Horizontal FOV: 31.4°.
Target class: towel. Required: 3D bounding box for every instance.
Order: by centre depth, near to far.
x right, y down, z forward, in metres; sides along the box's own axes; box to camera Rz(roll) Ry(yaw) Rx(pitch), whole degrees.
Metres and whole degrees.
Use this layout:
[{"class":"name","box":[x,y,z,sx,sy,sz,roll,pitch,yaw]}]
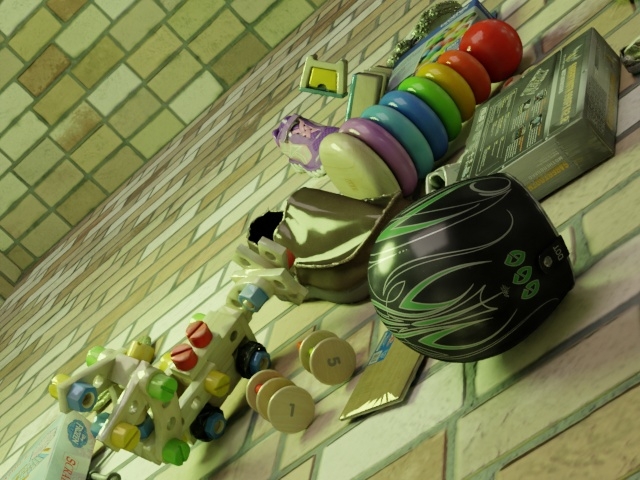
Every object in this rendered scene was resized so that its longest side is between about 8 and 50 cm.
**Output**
[{"class":"towel","box":[-0.342,0.228,1.941,0.148,0.027,0.110,-45,15,5]}]

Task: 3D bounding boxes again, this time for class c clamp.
[{"class":"c clamp","box":[-0.317,0.346,1.587,0.137,0.022,0.160,-50,16,-18]}]

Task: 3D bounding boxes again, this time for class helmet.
[{"class":"helmet","box":[0.124,0.030,1.010,0.161,0.169,0.169,-29,15,-4]}]

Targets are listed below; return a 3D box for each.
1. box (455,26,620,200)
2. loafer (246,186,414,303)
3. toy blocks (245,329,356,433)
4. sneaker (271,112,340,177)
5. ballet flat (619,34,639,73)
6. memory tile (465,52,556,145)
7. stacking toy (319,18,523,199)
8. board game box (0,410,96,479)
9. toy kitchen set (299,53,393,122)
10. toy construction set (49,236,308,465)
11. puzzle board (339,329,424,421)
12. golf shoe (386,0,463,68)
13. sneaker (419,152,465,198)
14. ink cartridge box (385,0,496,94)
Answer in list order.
[{"class":"box","box":[0.245,-0.125,1.286,0.183,0.056,0.231,-34,19,32]},{"class":"loafer","box":[0.000,0.000,1.454,0.134,0.130,0.366,-54,18,-27]},{"class":"toy blocks","box":[-0.029,0.150,1.290,0.123,0.054,0.148,-48,15,-8]},{"class":"sneaker","box":[-0.024,-0.178,2.015,0.095,0.104,0.236,-47,17,-12]},{"class":"ballet flat","box":[0.363,-0.209,1.227,0.041,0.041,0.114,-52,17,-22]},{"class":"memory tile","box":[0.253,-0.183,1.493,0.113,0.012,0.148,-22,27,55]},{"class":"stacking toy","box":[0.156,-0.184,1.554,0.330,0.141,0.141,-44,15,-15]},{"class":"board game box","box":[-0.459,0.430,1.625,0.319,0.066,0.318,-45,15,12]},{"class":"toy kitchen set","box":[0.027,-0.236,1.920,0.207,0.166,0.122,-42,-37,-72]},{"class":"toy construction set","box":[-0.153,0.136,1.367,0.327,0.215,0.151,-42,47,-19]},{"class":"puzzle board","box":[0.076,0.127,1.164,0.096,0.011,0.128,-30,21,47]},{"class":"golf shoe","box":[0.182,-0.359,2.030,0.176,0.069,0.086,-41,4,-3]},{"class":"sneaker","box":[0.161,-0.071,1.357,0.053,0.061,0.152,-35,17,37]},{"class":"ink cartridge box","box":[0.189,-0.277,1.813,0.186,0.065,0.311,-36,16,28]}]
